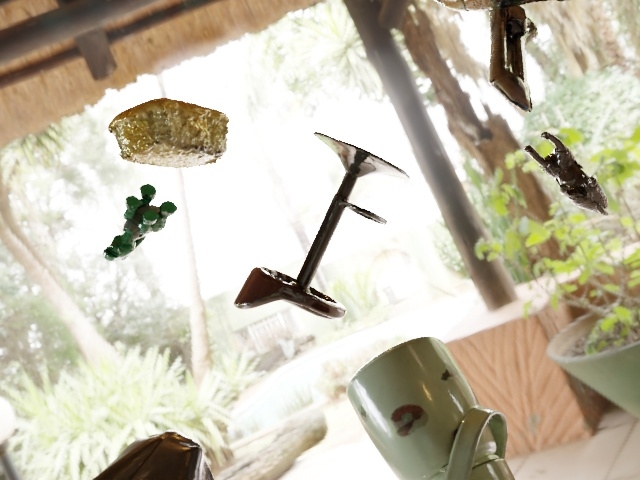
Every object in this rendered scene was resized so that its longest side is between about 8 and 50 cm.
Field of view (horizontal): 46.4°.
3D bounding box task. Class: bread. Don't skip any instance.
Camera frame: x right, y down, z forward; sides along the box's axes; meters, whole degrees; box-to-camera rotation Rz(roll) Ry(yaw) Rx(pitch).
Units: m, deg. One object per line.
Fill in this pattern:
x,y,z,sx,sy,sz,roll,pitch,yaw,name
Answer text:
-0.298,-0.214,1.517,0.174,0.121,0.245,-9,-2,32,bread

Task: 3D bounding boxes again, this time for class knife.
0.273,-0.271,1.044,0.043,0.089,0.365,-62,4,35,knife

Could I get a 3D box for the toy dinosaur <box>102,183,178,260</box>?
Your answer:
-0.243,-0.022,1.020,0.096,0.059,0.132,-54,-8,35,toy dinosaur

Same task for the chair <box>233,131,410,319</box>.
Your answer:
0.000,0.000,1.546,0.400,0.227,0.226,-64,-5,1,chair

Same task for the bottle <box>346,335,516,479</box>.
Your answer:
0.216,0.354,1.291,0.229,0.351,0.229,-21,-33,-15,bottle

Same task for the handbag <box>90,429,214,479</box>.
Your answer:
-0.207,0.420,0.808,0.152,0.288,0.342,0,32,44,handbag

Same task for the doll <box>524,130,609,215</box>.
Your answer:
0.415,-0.096,1.213,0.057,0.139,0.165,-44,-37,17,doll

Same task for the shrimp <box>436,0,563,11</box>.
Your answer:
0.276,-0.428,1.034,0.290,0.222,0.054,14,7,34,shrimp
